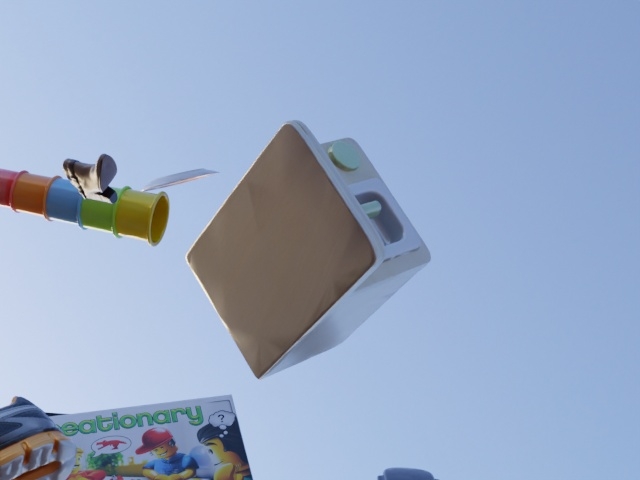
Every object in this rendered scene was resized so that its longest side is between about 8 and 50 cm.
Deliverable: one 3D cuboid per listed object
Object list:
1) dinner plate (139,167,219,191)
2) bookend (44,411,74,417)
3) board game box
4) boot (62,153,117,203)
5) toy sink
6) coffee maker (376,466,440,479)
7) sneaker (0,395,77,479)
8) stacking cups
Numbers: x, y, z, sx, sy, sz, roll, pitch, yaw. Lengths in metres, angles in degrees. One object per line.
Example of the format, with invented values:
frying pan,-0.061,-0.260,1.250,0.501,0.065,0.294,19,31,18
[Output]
dinner plate,-0.243,-0.106,1.800,0.141,0.141,0.017,-10,-86,33
bookend,-0.372,0.292,1.416,0.072,0.156,0.157,6,-76,-11
board game box,-0.236,0.288,1.240,0.306,0.193,0.053,-5,-47,-16
boot,-0.349,-0.102,1.567,0.087,0.042,0.118,27,-36,17
toy sink,0.000,0.000,0.993,0.152,0.131,0.234,57,-44,16
coffee maker,0.143,0.466,1.653,0.171,0.120,0.178,-159,-110,-66
sneaker,-0.315,0.193,0.862,0.083,0.215,0.084,47,-43,37
stacking cups,-0.416,-0.069,1.745,0.316,0.096,0.096,13,-54,8
